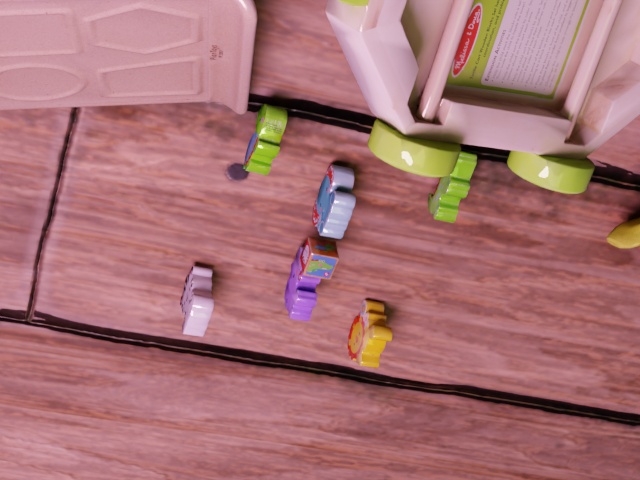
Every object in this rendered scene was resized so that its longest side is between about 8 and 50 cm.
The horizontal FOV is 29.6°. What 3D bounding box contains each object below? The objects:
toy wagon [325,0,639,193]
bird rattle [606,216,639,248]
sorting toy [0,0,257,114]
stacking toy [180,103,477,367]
[{"bbox_3d":[0.104,-0.168,0.704,0.344,0.068,0.267,4,113,-35],"label":"toy wagon"},{"bbox_3d":[0.345,0.021,0.896,0.253,0.207,0.143,12,146,-4],"label":"bird rattle"},{"bbox_3d":[-0.147,-0.126,0.761,0.208,0.038,0.193,1,167,-5],"label":"sorting toy"},{"bbox_3d":[0.000,0.000,0.929,0.167,0.052,0.221,12,125,-18],"label":"stacking toy"}]
